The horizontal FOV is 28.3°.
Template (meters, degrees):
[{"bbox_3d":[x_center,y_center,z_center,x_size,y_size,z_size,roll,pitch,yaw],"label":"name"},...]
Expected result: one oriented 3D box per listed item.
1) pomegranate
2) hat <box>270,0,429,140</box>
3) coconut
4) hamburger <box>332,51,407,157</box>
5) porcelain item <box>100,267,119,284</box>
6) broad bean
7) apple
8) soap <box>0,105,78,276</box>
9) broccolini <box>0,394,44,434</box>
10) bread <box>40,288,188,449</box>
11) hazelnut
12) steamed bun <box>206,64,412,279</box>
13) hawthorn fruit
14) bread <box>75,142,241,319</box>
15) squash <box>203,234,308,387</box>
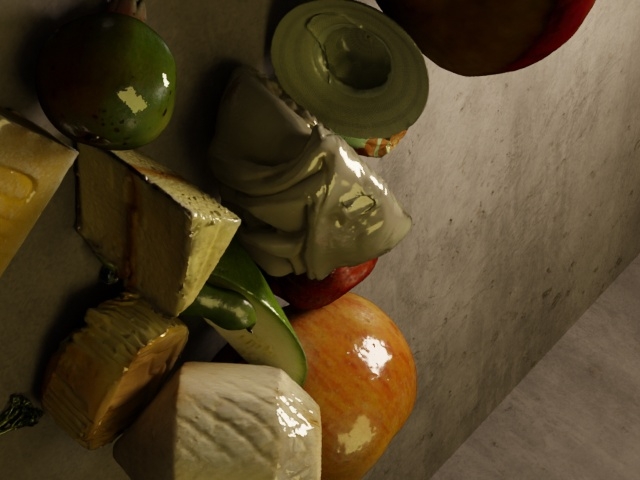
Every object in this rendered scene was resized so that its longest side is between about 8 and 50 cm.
[{"bbox_3d":[-0.252,-0.213,1.551,0.180,0.180,0.210,68,32,-59],"label":"pomegranate"},{"bbox_3d":[0.061,-0.279,1.895,0.252,0.252,0.110,95,18,-45],"label":"hat"},{"bbox_3d":[-0.159,0.323,1.953,0.329,0.329,0.329,-39,149,-28],"label":"coconut"},{"bbox_3d":[0.075,-0.259,2.047,0.235,0.125,0.214,-52,141,1],"label":"hamburger"},{"bbox_3d":[-0.274,0.022,1.928,0.136,0.021,0.075,-13,128,-54],"label":"porcelain item"},{"bbox_3d":[-0.215,0.057,1.865,0.098,0.056,0.318,-36,123,25],"label":"broad bean"},{"bbox_3d":[-0.016,0.292,2.263,0.400,0.333,0.400,-30,167,-7],"label":"apple"},{"bbox_3d":[-0.430,-0.031,1.539,0.274,0.089,0.173,-57,152,3],"label":"soap"},{"bbox_3d":[-0.494,0.284,1.855,0.194,0.054,0.052,-25,160,-41],"label":"broccolini"},{"bbox_3d":[-0.319,0.189,1.921,0.179,0.133,0.250,-15,140,-56],"label":"bread"},{"bbox_3d":[0.232,-0.456,1.836,0.402,0.402,0.429,-44,146,-19],"label":"hazelnut"},{"bbox_3d":[-0.046,-0.069,1.877,0.219,0.310,0.324,-48,151,0],"label":"steamed bun"},{"bbox_3d":[0.000,0.000,2.164,0.249,0.215,0.215,-34,147,-43],"label":"hawthorn fruit"},{"bbox_3d":[-0.249,-0.014,1.680,0.135,0.240,0.178,8,114,-60],"label":"bread"},{"bbox_3d":[-0.116,0.122,1.978,0.111,0.289,0.203,-29,176,24],"label":"squash"}]
